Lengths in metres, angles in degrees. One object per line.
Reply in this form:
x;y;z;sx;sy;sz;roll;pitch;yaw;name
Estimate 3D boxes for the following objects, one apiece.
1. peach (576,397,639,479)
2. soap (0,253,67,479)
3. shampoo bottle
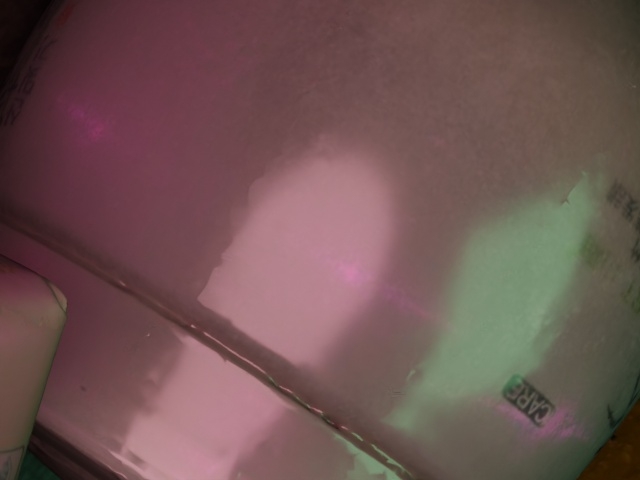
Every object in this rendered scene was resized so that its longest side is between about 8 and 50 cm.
0.221;0.193;1.154;0.406;0.335;0.310;-48;152;-39;peach
-0.205;0.042;0.514;0.199;0.182;0.138;1;109;-58;soap
0.000;0.000;0.727;0.266;0.273;0.273;-59;149;-9;shampoo bottle
